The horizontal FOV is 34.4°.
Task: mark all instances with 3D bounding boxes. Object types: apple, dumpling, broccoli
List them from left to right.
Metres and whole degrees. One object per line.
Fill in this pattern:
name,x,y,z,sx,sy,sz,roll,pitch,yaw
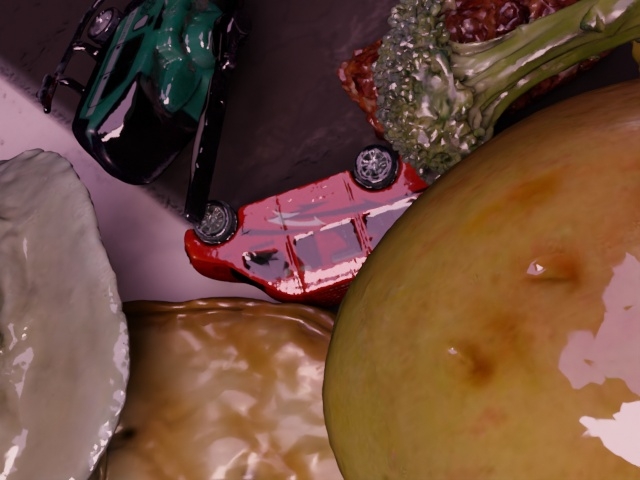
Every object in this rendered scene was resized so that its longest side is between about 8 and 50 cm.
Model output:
dumpling,-0.263,0.101,0.682,0.212,0.270,0.320,-3,97,-27
broccoli,0.126,-0.109,0.630,0.204,0.118,0.122,-27,43,20
apple,0.170,0.088,0.525,0.305,0.338,0.338,-23,63,10

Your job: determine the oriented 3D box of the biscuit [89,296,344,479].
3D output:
biscuit,-0.058,0.200,0.689,0.329,0.078,0.335,18,74,19

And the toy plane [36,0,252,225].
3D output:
toy plane,-0.101,-0.177,0.820,0.155,0.106,0.381,-11,49,39

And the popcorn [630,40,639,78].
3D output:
popcorn,0.332,-0.143,0.651,0.250,0.235,0.241,-43,44,34

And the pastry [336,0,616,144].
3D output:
pastry,0.121,-0.137,0.758,0.209,0.115,0.097,-27,102,2

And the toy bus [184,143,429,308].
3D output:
toy bus,0.000,0.000,0.755,0.195,0.081,0.089,-18,73,7
